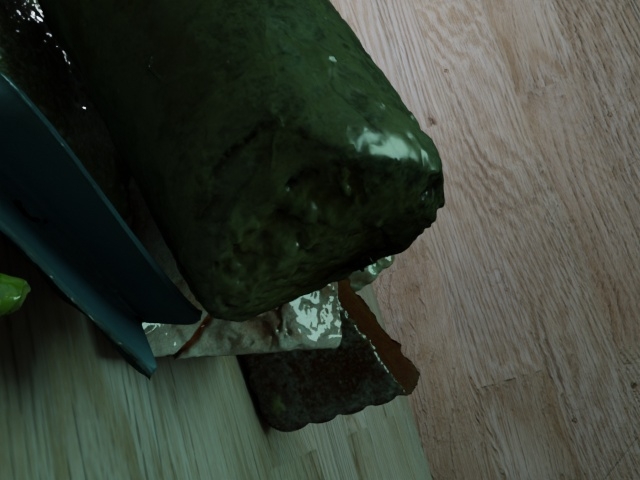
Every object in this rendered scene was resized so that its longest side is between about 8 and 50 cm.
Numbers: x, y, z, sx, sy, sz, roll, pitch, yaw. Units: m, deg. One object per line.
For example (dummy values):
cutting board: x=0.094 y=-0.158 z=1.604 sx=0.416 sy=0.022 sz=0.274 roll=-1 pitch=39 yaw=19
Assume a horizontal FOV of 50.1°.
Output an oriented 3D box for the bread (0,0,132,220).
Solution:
bread: x=-0.210 y=-0.104 z=0.536 sx=0.286 sy=0.056 sz=0.207 roll=39 pitch=32 yaw=-72

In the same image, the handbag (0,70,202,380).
handbag: x=-0.169 y=-0.015 z=0.395 sx=0.144 sy=0.057 sz=0.221 roll=24 pitch=-24 yaw=36

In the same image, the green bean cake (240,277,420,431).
green bean cake: x=-0.008 y=0.111 z=0.870 sx=0.097 sy=0.198 sz=0.233 roll=-29 pitch=96 yaw=-82

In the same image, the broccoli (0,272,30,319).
broccoli: x=-0.186 y=0.022 z=0.316 sx=0.092 sy=0.097 sz=0.095 roll=19 pitch=65 yaw=-30

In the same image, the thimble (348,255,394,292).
thimble: x=0.000 y=-0.003 z=1.022 sx=0.196 sy=0.229 sz=0.148 roll=-47 pitch=112 yaw=-39

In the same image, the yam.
yam: x=-0.059 y=-0.102 z=0.480 sx=0.300 sy=0.195 sz=0.195 roll=58 pitch=5 yaw=15

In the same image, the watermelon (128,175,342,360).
watermelon: x=-0.096 y=0.017 z=0.648 sx=0.232 sy=0.193 sz=0.310 roll=-120 pitch=-145 yaw=-53
